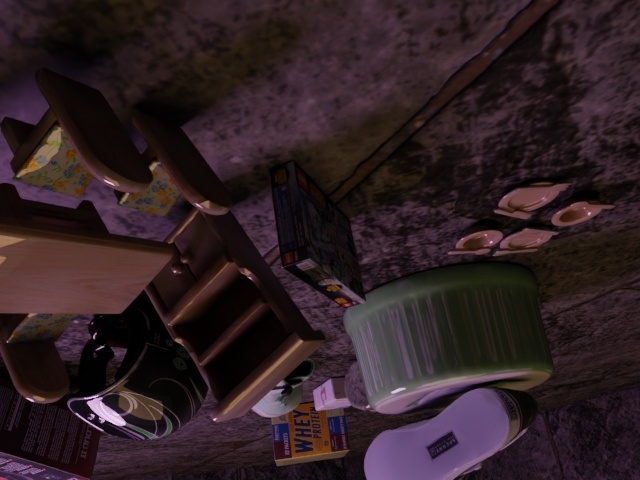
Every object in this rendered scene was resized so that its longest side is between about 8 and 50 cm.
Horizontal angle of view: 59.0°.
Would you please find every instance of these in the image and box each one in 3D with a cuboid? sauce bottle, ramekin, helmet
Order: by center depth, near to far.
[{"bbox_3d":[-0.225,0.176,0.730,0.170,0.169,0.161,-18,137,18],"label":"helmet"},{"bbox_3d":[0.194,0.162,0.856,0.304,0.148,0.303,-8,155,-4],"label":"ramekin"},{"bbox_3d":[0.208,0.309,1.219,0.345,0.111,0.111,11,148,-40],"label":"sauce bottle"}]

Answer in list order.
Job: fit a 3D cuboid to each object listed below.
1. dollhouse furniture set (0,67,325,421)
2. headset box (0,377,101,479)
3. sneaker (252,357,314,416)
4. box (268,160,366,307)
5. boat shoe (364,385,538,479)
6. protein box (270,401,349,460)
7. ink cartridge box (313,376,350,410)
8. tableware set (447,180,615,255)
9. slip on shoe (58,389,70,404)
[{"bbox_3d":[-0.132,0.045,0.409,0.212,0.161,0.242,-45,155,16],"label":"dollhouse furniture set"},{"bbox_3d":[-0.526,0.328,0.923,0.218,0.110,0.293,-22,137,25],"label":"headset box"},{"bbox_3d":[-0.061,0.265,1.039,0.151,0.094,0.256,-14,152,24],"label":"sneaker"},{"bbox_3d":[0.000,0.000,0.517,0.027,0.093,0.137,-18,153,18],"label":"box"},{"bbox_3d":[0.189,0.302,0.848,0.105,0.113,0.306,5,136,-40],"label":"boat shoe"},{"bbox_3d":[-0.033,0.537,1.573,0.200,0.135,0.201,-6,155,-5],"label":"protein box"},{"bbox_3d":[0.046,0.359,1.328,0.089,0.052,0.122,2,154,-23],"label":"ink cartridge box"},{"bbox_3d":[0.237,-0.018,0.646,0.141,0.020,0.168,3,152,-23],"label":"tableware set"},{"bbox_3d":[-0.501,0.275,0.979,0.052,0.041,0.135,-23,151,27],"label":"slip on shoe"}]
